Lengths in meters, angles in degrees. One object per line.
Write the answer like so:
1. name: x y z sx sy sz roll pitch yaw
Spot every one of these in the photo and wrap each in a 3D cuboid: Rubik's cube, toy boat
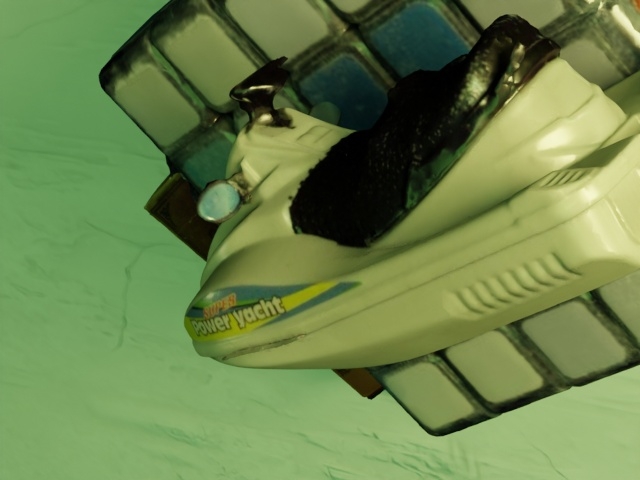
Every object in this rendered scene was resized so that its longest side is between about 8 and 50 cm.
1. Rubik's cube: 0.114 -0.115 0.818 0.292 0.287 0.293 45 139 -11
2. toy boat: 0.032 -0.018 0.647 0.269 0.141 0.141 -7 123 41

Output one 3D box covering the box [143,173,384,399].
1. box: 0.000 0.000 1.171 0.240 0.071 0.159 42 141 -7
